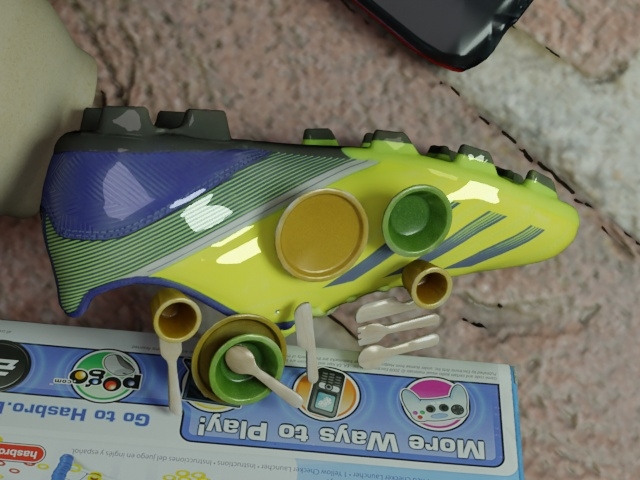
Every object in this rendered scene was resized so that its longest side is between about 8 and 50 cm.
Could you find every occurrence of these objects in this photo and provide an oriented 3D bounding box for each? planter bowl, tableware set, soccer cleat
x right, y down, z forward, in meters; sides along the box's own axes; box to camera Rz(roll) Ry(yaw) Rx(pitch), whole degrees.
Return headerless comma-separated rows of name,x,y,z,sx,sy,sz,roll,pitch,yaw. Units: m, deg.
planter bowl,-0.185,-0.074,0.635,0.109,0.162,0.162,23,85,-27
tableware set,-0.006,0.028,0.581,0.154,0.024,0.104,-12,114,-17
soccer cleat,-0.001,0.000,0.636,0.289,0.093,0.121,4,93,-21

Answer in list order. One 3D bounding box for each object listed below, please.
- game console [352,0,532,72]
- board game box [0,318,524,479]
game console,0.066,-0.341,0.700,0.342,0.060,0.386,38,86,2
board game box,-0.059,0.184,0.553,0.308,0.086,0.302,6,45,-1
